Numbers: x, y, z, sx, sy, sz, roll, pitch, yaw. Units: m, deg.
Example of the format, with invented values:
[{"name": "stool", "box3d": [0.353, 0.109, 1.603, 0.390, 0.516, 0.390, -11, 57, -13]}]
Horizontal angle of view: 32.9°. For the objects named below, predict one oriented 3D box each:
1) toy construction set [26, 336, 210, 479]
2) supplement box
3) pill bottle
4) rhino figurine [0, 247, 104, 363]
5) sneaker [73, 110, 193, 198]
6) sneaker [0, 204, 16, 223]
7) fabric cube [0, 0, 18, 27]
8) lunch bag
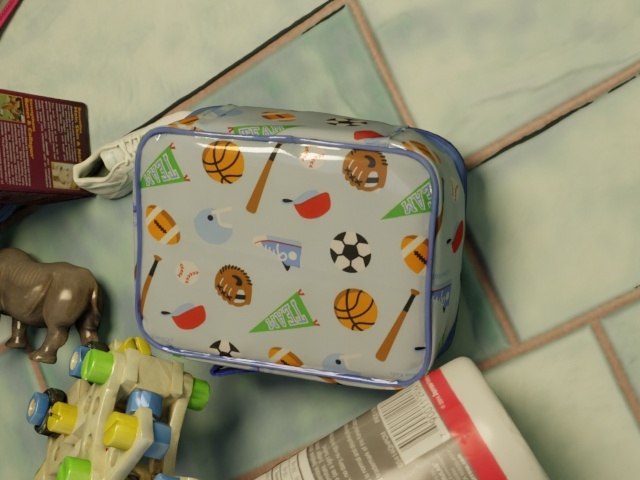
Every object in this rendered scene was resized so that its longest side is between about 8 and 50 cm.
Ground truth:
[{"name": "toy construction set", "box3d": [-0.224, 0.212, 1.023, 0.327, 0.151, 0.215, -31, 45, 29]}, {"name": "supplement box", "box3d": [-0.323, -0.093, 1.100, 0.080, 0.188, 0.104, -9, 86, 27]}, {"name": "pill bottle", "box3d": [0.029, 0.246, 0.875, 0.318, 0.176, 0.176, -32, 75, 2]}, {"name": "rhino figurine", "box3d": [-0.330, 0.062, 1.167, 0.243, 0.073, 0.106, 12, 86, 29]}, {"name": "sneaker", "box3d": [-0.186, -0.085, 1.103, 0.152, 0.061, 0.054, -28, 75, 22]}, {"name": "sneaker", "box3d": [-0.379, -0.043, 1.154, 0.083, 0.087, 0.221, -1, 57, 22]}, {"name": "fabric cube", "box3d": [-0.492, -0.330, 1.139, 0.258, 0.259, 0.254, 40, 99, 21]}, {"name": "lunch bag", "box3d": [-0.027, 0.010, 0.965, 0.303, 0.115, 0.243, 7, 108, 19]}]
